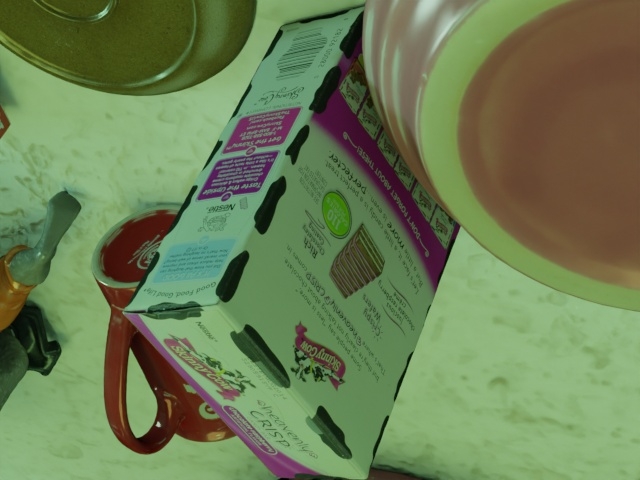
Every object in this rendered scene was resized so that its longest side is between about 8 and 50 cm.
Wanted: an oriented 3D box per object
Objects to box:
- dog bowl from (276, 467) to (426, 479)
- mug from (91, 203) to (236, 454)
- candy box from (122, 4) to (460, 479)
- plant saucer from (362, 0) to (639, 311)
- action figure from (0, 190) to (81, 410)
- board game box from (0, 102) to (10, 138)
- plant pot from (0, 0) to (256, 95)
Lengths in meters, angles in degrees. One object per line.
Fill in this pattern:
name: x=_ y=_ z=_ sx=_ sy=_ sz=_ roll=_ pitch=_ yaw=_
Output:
dog bowl: x=0.075 y=0.375 z=1.254 sx=0.408 sy=0.150 sz=0.408 roll=16 pitch=144 yaw=12
mug: x=-0.106 y=0.075 z=0.982 sx=0.113 sy=0.150 sz=0.169 roll=-7 pitch=131 yaw=17
candy box: x=0.000 y=0.000 z=0.741 sx=0.071 sy=0.233 sz=0.159 roll=-7 pitch=134 yaw=36
plant saucer: x=0.179 y=-0.071 z=0.647 sx=0.332 sy=0.084 sz=0.332 roll=10 pitch=139 yaw=9
action figure: x=-0.375 y=0.080 z=1.053 sx=0.341 sy=0.178 sz=0.330 roll=4 pitch=131 yaw=-19
board game box: x=-0.373 y=-0.149 z=0.930 sx=0.281 sy=0.027 sz=0.145 roll=12 pitch=145 yaw=22
plant pot: x=-0.155 y=-0.172 z=0.784 sx=0.236 sy=0.032 sz=0.236 roll=16 pitch=145 yaw=12
